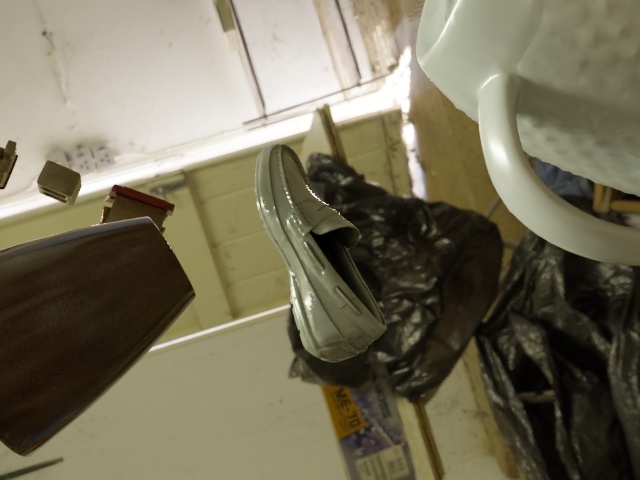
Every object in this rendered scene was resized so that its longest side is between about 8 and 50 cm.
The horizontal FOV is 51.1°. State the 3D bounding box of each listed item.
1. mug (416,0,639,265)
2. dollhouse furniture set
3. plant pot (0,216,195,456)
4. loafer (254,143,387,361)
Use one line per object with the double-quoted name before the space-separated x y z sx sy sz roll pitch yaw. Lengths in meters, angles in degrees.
"mug" 0.261 -0.153 0.596 0.276 0.328 0.373 119 165 -65
"dollhouse furniture set" -0.452 -0.024 1.121 0.152 0.374 0.201 -15 55 69
"plant pot" -0.263 0.076 0.729 0.215 0.231 0.215 51 161 24
"loafer" 0.000 0.000 0.887 0.112 0.112 0.319 15 -130 -57
